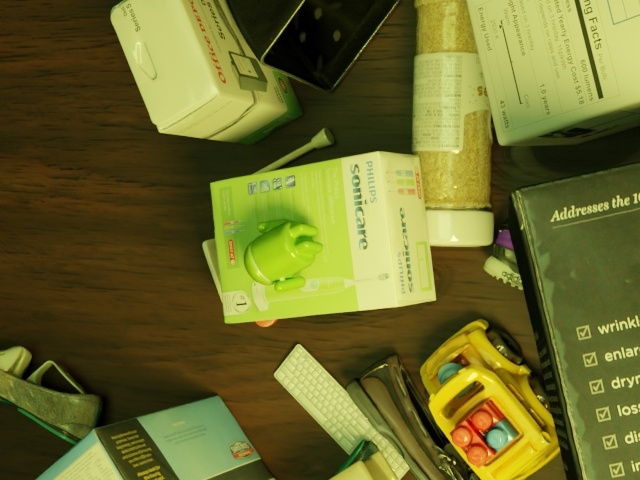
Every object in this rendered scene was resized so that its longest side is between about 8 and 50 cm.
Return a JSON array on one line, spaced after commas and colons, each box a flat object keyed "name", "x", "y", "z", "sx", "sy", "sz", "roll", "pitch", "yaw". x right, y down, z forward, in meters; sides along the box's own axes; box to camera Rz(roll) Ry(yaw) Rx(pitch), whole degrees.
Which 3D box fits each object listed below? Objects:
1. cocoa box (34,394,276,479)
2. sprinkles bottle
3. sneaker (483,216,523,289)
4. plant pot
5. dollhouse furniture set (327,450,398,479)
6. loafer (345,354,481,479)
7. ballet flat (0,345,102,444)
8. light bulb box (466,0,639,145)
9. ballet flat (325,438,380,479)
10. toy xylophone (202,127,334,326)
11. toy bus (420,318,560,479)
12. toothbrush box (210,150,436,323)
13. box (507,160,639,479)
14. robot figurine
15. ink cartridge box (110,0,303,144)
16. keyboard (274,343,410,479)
[{"name": "cocoa box", "x": -0.250, "y": 0.401, "z": 1.661, "sx": 0.231, "sy": 0.347, "sz": 0.228, "roll": -41, "pitch": 74, "yaw": 20}, {"name": "sprinkles bottle", "x": 0.187, "y": -0.169, "z": 1.583, "sx": 0.121, "sy": 0.121, "sz": 0.355, "roll": 1, "pitch": 91, "yaw": 24}, {"name": "sneaker", "x": 0.374, "y": 0.027, "z": 1.513, "sx": 0.293, "sy": 0.102, "sz": 0.146, "roll": 22, "pitch": 99, "yaw": 22}, {"name": "plant pot", "x": -0.030, "y": -0.357, "z": 1.655, "sx": 0.167, "sy": 0.187, "sz": 0.188, "roll": 46, "pitch": 108, "yaw": 30}, {"name": "dollhouse furniture set", "x": 0.088, "y": 0.439, "z": 1.560, "sx": 0.135, "sy": 0.262, "sz": 0.259, "roll": -38, "pitch": 76, "yaw": 22}, {"name": "loafer", "x": 0.162, "y": 0.295, "z": 1.611, "sx": 0.095, "sy": 0.109, "sz": 0.302, "roll": -42, "pitch": 73, "yaw": 1}, {"name": "ballet flat", "x": -0.504, "y": 0.245, "z": 1.921, "sx": 0.316, "sy": 0.107, "sz": 0.106, "roll": 23, "pitch": 80, "yaw": 17}, {"name": "light bulb box", "x": 0.385, "y": -0.332, "z": 1.389, "sx": 0.361, "sy": 0.225, "sz": 0.357, "roll": -16, "pitch": 85, "yaw": 40}, {"name": "ballet flat", "x": 0.033, "y": 0.379, "z": 1.689, "sx": 0.070, "sy": 0.070, "sz": 0.188, "roll": 49, "pitch": 118, "yaw": 16}, {"name": "toy xylophone", "x": -0.036, "y": -0.026, "z": 1.706, "sx": 0.323, "sy": 0.081, "sz": 0.236, "roll": -32, "pitch": 78, "yaw": 21}, {"name": "toy bus", "x": 0.218, "y": 0.229, "z": 1.527, "sx": 0.149, "sy": 0.211, "sz": 0.220, "roll": -45, "pitch": 72, "yaw": 20}, {"name": "toothbrush box", "x": 0.000, "y": 0.000, "z": 1.561, "sx": 0.283, "sy": 0.122, "sz": 0.206, "roll": -9, "pitch": 87, "yaw": 33}, {"name": "box", "x": 0.498, "y": 0.136, "z": 1.276, "sx": 0.480, "sy": 0.297, "sz": 0.471, "roll": -12, "pitch": 82, "yaw": 7}, {"name": "robot figurine", "x": -0.053, "y": 0.017, "z": 1.484, "sx": 0.115, "sy": 0.067, "sz": 0.101, "roll": -29, "pitch": 70, "yaw": 29}, {"name": "ink cartridge box", "x": -0.162, "y": -0.259, "z": 1.655, "sx": 0.115, "sy": 0.273, "sz": 0.198, "roll": -27, "pitch": 80, "yaw": 22}, {"name": "keyboard", "x": 0.034, "y": 0.271, "z": 1.716, "sx": 0.256, "sy": 0.014, "sz": 0.072, "roll": 44, "pitch": 107, "yaw": 18}]
